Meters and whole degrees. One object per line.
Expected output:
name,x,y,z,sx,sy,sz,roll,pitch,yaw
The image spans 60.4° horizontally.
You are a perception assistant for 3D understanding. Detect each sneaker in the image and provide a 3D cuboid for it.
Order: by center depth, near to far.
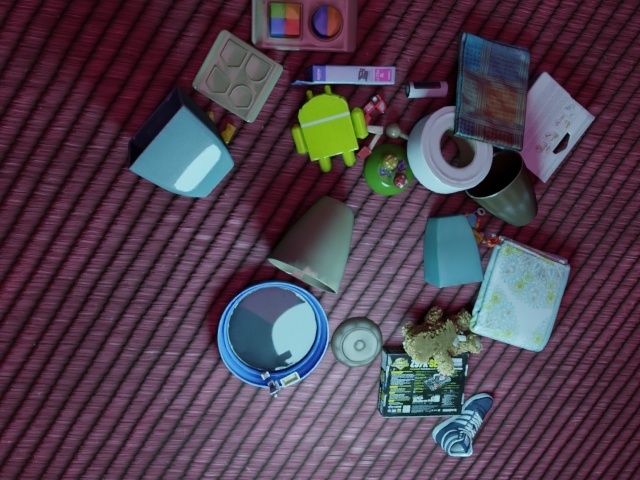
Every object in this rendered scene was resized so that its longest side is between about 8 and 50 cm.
sneaker,0.573,0.715,2.111,0.282,0.153,0.099,-38,105,-1

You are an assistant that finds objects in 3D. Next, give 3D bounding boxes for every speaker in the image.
speaker,0.362,-0.515,1.876,0.136,0.055,0.055,-3,102,-9

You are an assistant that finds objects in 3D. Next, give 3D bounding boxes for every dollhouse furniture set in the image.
dollhouse furniture set,-0.134,0.485,1.903,0.114,0.081,0.091,-26,105,-3

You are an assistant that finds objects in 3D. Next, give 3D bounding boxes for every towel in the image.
towel,0.582,-0.504,1.856,0.271,0.040,0.371,9,80,-14
towel,0.739,0.199,2.040,0.320,0.090,0.375,19,87,-16

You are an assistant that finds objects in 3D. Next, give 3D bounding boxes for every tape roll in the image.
tape roll,0.440,-0.306,1.865,0.286,0.100,0.287,2,85,-20

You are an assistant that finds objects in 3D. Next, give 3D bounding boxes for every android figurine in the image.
android figurine,0.026,-0.368,1.814,0.248,0.056,0.273,-15,110,12

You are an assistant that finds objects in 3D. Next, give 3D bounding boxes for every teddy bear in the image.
teddy bear,0.442,0.359,2.010,0.337,0.113,0.245,-27,89,-28

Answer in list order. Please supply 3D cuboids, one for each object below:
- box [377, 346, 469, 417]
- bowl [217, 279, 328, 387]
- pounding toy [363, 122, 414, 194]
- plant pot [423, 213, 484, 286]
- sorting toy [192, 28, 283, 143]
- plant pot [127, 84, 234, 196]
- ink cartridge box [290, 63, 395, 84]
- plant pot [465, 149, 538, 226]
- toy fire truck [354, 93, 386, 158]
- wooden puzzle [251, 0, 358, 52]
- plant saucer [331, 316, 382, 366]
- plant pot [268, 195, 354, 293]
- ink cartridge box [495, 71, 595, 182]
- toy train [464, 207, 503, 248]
box,0.387,0.535,2.084,0.321,0.079,0.257,1,100,-10
bowl,-0.167,0.325,1.947,0.390,0.077,0.392,-2,102,-9
pounding toy,0.260,-0.264,1.881,0.182,0.110,0.237,26,96,-14
plant pot,0.460,0.029,1.951,0.165,0.165,0.235,-8,96,-8
sorting toy,-0.291,-0.488,1.783,0.229,0.041,0.307,30,102,-11
plant pot,-0.411,-0.277,1.693,0.248,0.247,0.252,-46,122,10
ink cartridge box,0.065,-0.526,1.754,0.310,0.186,0.065,-4,105,-8
plant pot,0.663,-0.162,1.937,0.215,0.215,0.230,-47,119,2
toy fire truck,0.166,-0.388,1.872,0.192,0.047,0.135,-44,105,0
wooden puzzle,-0.043,-0.771,1.741,0.347,0.080,0.322,0,101,-10
plant saucer,0.139,0.382,2.031,0.198,0.036,0.199,-2,103,-9
plant pot,0.000,0.000,1.840,0.256,0.256,0.274,29,80,-14
ink cartridge box,0.784,-0.400,1.963,0.261,0.066,0.296,36,94,-14
toy train,0.579,-0.032,1.992,0.125,0.046,0.166,-12,65,-19
